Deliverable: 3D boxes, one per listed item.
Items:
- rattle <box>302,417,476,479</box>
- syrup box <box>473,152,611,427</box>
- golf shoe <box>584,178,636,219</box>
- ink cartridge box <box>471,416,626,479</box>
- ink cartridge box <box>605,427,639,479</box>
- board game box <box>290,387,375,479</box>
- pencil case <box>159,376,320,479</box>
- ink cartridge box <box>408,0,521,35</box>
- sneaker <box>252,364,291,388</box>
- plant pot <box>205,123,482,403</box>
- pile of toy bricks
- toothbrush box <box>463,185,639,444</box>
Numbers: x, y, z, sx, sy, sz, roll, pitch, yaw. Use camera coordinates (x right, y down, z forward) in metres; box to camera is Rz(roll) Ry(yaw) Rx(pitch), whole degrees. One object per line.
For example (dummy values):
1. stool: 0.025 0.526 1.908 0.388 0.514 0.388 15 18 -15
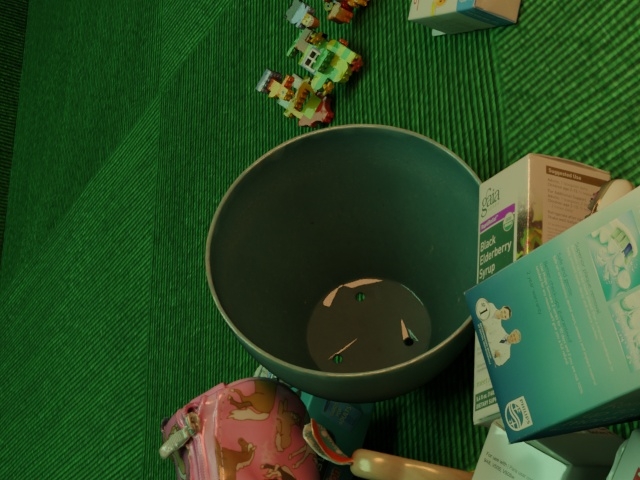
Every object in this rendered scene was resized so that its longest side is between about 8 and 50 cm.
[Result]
1. rattle: 0.063 0.258 1.293 0.130 0.199 0.143 33 107 63
2. syrup box: 0.201 0.050 1.233 0.093 0.096 0.237 145 132 -60
3. golf shoe: 0.270 0.034 1.161 0.086 0.067 0.186 -9 67 35
4. ink cartridge box: 0.180 0.256 1.101 0.087 0.153 0.208 27 103 44
5. ink cartridge box: 0.291 0.282 0.914 0.278 0.117 0.201 44 119 61
6. board game box: -0.073 0.311 1.582 0.336 0.079 0.254 -33 34 62
7. pencil case: -0.063 0.325 1.280 0.160 0.167 0.386 117 150 -48
8. ink cartridge box: 0.159 -0.294 1.536 0.181 0.061 0.104 5 82 65
9. sneaker: -0.052 0.166 1.747 0.058 0.052 0.135 -18 62 56
10. plant pot: 0.042 0.052 1.411 0.195 0.290 0.290 76 -171 -58
11. pile of toy bricks: 0.010 -0.245 1.788 0.105 0.118 0.212 38 105 28
12. toothbrush box: 0.278 0.031 0.933 0.295 0.216 0.126 -38 62 51
